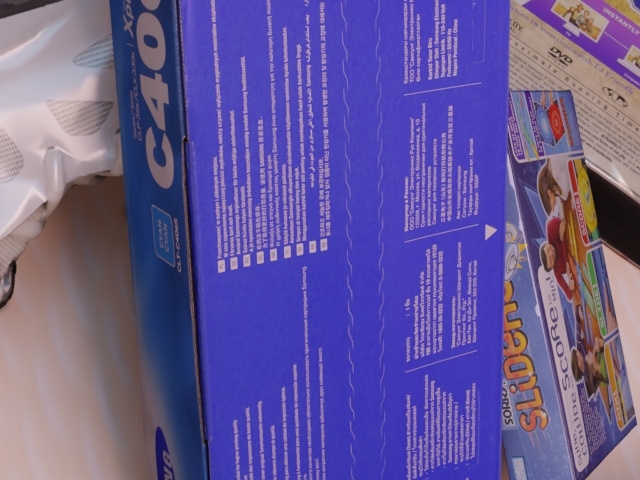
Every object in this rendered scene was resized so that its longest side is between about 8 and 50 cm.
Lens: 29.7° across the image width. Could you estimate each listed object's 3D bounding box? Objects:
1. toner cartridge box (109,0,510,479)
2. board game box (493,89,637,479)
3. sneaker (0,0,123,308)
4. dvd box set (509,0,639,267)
[{"bbox_3d":[0.000,0.000,0.553,0.165,0.075,0.348,-11,110,-28],"label":"toner cartridge box"},{"bbox_3d":[0.121,0.020,0.651,0.136,0.035,0.201,-12,91,-62],"label":"board game box"},{"bbox_3d":[-0.155,-0.012,0.595,0.447,0.169,0.257,-8,80,-14],"label":"sneaker"},{"bbox_3d":[0.201,-0.223,0.839,0.307,0.062,0.420,34,62,-3],"label":"dvd box set"}]
